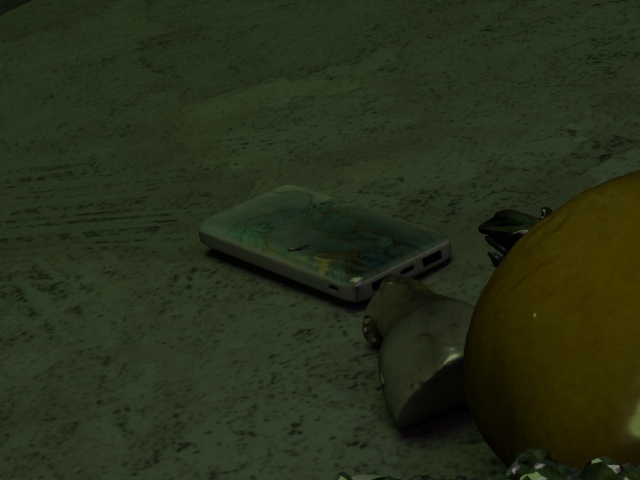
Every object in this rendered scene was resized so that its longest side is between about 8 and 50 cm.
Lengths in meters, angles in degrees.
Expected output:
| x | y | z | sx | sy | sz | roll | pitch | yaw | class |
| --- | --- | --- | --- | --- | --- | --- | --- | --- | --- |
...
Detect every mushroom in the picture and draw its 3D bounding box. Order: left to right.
| x | y | z | sx | sy | sz | roll | pitch | yaw | class |
| --- | --- | --- | --- | --- | --- | --- | --- | --- | --- |
| 0.094 | 0.085 | 1.586 | 0.116 | 0.093 | 0.225 | -32 | 28 | 7 | mushroom |

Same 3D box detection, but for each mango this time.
| x | y | z | sx | sy | sz | roll | pitch | yaw | class |
| --- | --- | --- | --- | --- | --- | --- | --- | --- | --- |
| 0.239 | 0.088 | 1.279 | 0.301 | 0.220 | 0.445 | -17 | 15 | 21 | mango |

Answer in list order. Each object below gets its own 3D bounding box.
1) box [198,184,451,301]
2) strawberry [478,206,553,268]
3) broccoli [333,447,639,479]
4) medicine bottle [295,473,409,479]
| x | y | z | sx | sy | sz | roll | pitch | yaw | class |
| --- | --- | --- | --- | --- | --- | --- | --- | --- | --- |
| 0.000 | 0.000 | 1.883 | 0.142 | 0.044 | 0.285 | -23 | 26 | -33 | box |
| 0.282 | 0.040 | 1.591 | 0.286 | 0.106 | 0.188 | 5 | 31 | 7 | strawberry |
| 0.093 | 0.251 | 0.933 | 0.338 | 0.277 | 0.317 | -28 | 44 | -27 | broccoli |
| 0.061 | 0.223 | 1.307 | 0.219 | 0.078 | 0.115 | 5 | 22 | 34 | medicine bottle |
